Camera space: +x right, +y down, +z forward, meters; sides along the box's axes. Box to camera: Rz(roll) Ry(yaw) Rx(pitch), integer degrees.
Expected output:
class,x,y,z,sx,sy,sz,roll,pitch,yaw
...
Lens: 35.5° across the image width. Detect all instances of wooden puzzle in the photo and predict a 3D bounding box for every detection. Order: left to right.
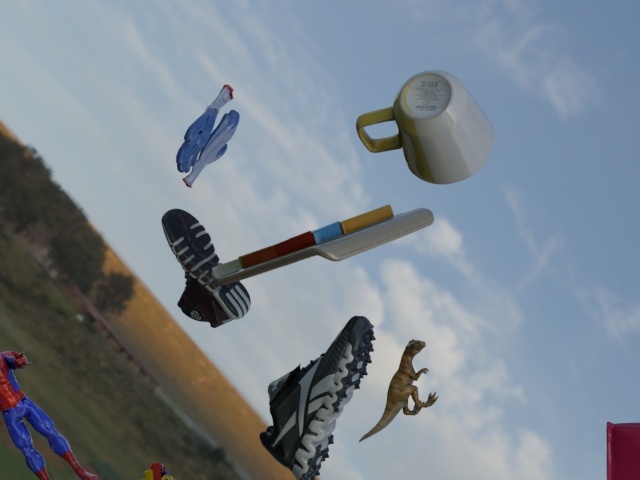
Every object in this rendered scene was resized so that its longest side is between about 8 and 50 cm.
class,x,y,z,sx,sy,sz,roll,pitch,yaw
wooden puzzle,0.000,0.000,1.346,0.238,0.221,0.044,-12,-85,46

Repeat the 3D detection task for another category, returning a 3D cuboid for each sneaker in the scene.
class,x,y,z,sx,sy,sz,roll,pitch,yaw
sneaker,-0.288,0.078,2.192,0.162,0.106,0.281,-35,-92,41
sneaker,-0.013,0.187,1.254,0.106,0.234,0.078,28,18,18

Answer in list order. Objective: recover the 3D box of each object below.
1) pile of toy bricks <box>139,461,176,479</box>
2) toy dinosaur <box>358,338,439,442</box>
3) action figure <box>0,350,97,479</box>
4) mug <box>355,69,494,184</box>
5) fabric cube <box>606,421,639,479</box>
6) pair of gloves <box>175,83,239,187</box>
class,x,y,z,sx,sy,sz,roll,pitch,yaw
pile of toy bricks,-0.216,0.390,1.225,0.118,0.105,0.212,79,2,-66
toy dinosaur,0.140,0.280,1.779,0.112,0.211,0.064,30,-16,-21
action figure,-0.421,0.254,1.429,0.280,0.091,0.139,58,-21,-9
mug,0.069,-0.072,0.640,0.062,0.078,0.064,55,3,29
fabric cube,0.488,0.355,1.210,0.258,0.259,0.254,-1,-11,20
pair of gloves,-0.182,-0.164,1.640,0.023,0.159,0.198,31,-11,9
